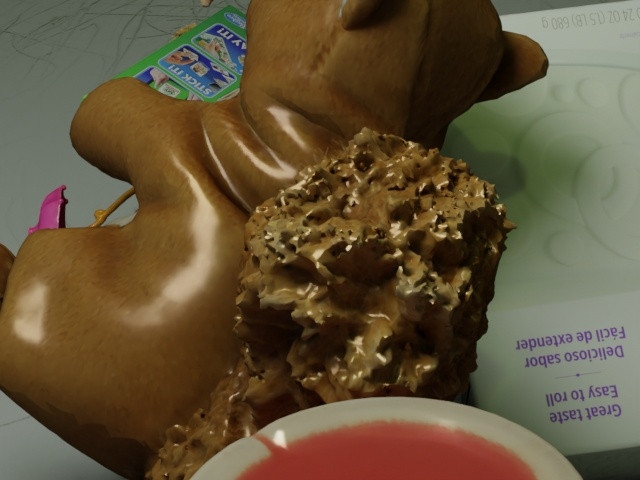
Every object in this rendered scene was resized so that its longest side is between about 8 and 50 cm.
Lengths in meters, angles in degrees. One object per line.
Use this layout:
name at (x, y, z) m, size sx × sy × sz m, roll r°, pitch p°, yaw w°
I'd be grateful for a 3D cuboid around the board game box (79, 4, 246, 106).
board game box at (-0.020, -0.063, 1.304) m, size 0.317 × 0.046 × 0.213 m, roll 35°, pitch 43°, yaw 12°

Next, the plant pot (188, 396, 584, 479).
plant pot at (0.037, 0.226, 0.719) m, size 0.275 × 0.243 × 0.275 m, roll -4°, pitch 29°, yaw 2°

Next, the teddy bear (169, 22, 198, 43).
teddy bear at (-0.041, -0.178, 1.585) m, size 0.245 × 0.113 × 0.338 m, roll 20°, pitch 39°, yaw 35°

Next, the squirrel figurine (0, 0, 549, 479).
squirrel figurine at (0.000, 0.000, 0.938) m, size 0.370 × 0.281 × 0.397 m, roll -51°, pitch 39°, yaw 7°

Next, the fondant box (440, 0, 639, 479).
fondant box at (0.202, -0.003, 1.067) m, size 0.238 × 0.096 × 0.330 m, roll -7°, pitch 67°, yaw -2°

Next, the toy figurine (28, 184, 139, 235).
toy figurine at (-0.171, -0.013, 1.349) m, size 0.159 × 0.130 × 0.173 m, roll -35°, pitch 61°, yaw -20°
